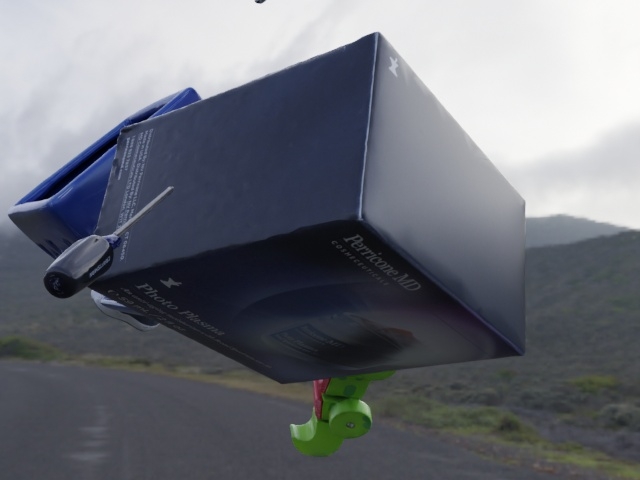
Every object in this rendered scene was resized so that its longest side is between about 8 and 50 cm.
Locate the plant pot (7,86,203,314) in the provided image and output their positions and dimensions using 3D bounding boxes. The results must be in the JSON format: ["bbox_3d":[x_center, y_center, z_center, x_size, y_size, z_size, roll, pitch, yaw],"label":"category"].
[{"bbox_3d":[-0.224,-0.032,1.030,0.236,0.236,0.212,-1,-51,57],"label":"plant pot"}]

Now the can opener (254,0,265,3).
[{"bbox_3d":[-0.055,-0.389,0.991,0.093,0.280,0.074,15,-42,-31],"label":"can opener"}]

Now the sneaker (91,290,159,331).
[{"bbox_3d":[-0.329,0.101,1.606,0.163,0.086,0.226,-34,-20,6],"label":"sneaker"}]

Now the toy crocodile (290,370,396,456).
[{"bbox_3d":[0.040,0.188,1.196,0.105,0.115,0.340,9,-54,-13],"label":"toy crocodile"}]

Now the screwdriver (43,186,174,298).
[{"bbox_3d":[-0.120,-0.004,0.495,0.024,0.025,0.170,-19,12,18],"label":"screwdriver"}]

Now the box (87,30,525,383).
[{"bbox_3d":[0.000,0.000,0.750,0.294,0.183,0.296,-14,-33,33],"label":"box"}]
